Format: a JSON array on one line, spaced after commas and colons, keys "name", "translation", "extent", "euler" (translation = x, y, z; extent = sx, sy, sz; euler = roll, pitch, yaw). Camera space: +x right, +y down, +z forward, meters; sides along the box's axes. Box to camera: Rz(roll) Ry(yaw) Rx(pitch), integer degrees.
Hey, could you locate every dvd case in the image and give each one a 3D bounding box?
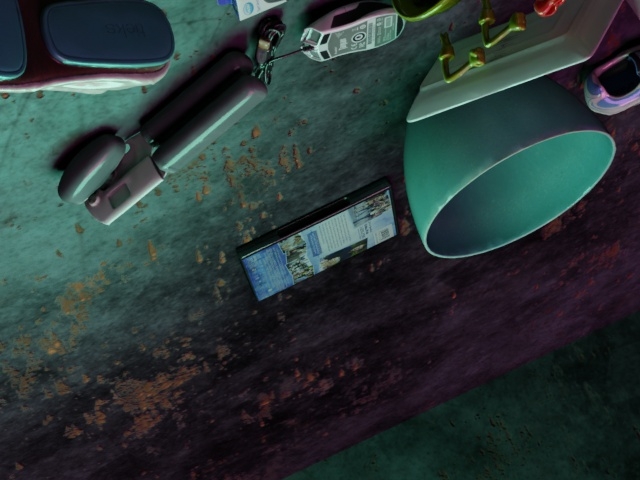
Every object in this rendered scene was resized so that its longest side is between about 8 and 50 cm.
[{"name": "dvd case", "translation": [0.000, 0.000, 2.518], "extent": [0.253, 0.022, 0.180], "euler": [-25, 156, -4]}]

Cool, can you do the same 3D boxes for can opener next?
[{"name": "can opener", "translation": [-0.195, -0.123, 1.982], "extent": [0.283, 0.076, 0.095], "euler": [-38, 156, 21]}]

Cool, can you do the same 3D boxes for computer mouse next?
[{"name": "computer mouse", "translation": [0.009, -0.250, 1.988], "extent": [0.193, 0.042, 0.106], "euler": [-17, 150, -11]}]

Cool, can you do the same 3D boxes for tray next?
[{"name": "tray", "translation": [0.220, -0.222, 1.924], "extent": [0.270, 0.030, 0.145], "euler": [-17, -151, 41]}]

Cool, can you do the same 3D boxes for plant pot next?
[{"name": "plant pot", "translation": [0.229, -0.137, 2.260], "extent": [0.290, 0.195, 0.290], "euler": [-23, 156, -11]}]

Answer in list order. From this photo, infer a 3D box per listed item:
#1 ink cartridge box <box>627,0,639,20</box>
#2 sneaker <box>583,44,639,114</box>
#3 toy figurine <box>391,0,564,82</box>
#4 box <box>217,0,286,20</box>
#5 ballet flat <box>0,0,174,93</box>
[{"name": "ink cartridge box", "translation": [0.460, -0.378, 2.175], "extent": [0.115, 0.067, 0.198], "euler": [-27, 158, -2]}, {"name": "sneaker", "translation": [0.499, -0.261, 2.438], "extent": [0.237, 0.085, 0.086], "euler": [-28, 162, -2]}, {"name": "toy figurine", "translation": [0.280, -0.345, 1.913], "extent": [0.217, 0.191, 0.362], "euler": [-7, 151, -49]}, {"name": "box", "translation": [-0.051, -0.294, 1.844], "extent": [0.136, 0.028, 0.081], "euler": [-26, 157, -8]}, {"name": "ballet flat", "translation": [-0.321, -0.197, 1.651], "extent": [0.400, 0.139, 0.139], "euler": [1, 144, -50]}]
